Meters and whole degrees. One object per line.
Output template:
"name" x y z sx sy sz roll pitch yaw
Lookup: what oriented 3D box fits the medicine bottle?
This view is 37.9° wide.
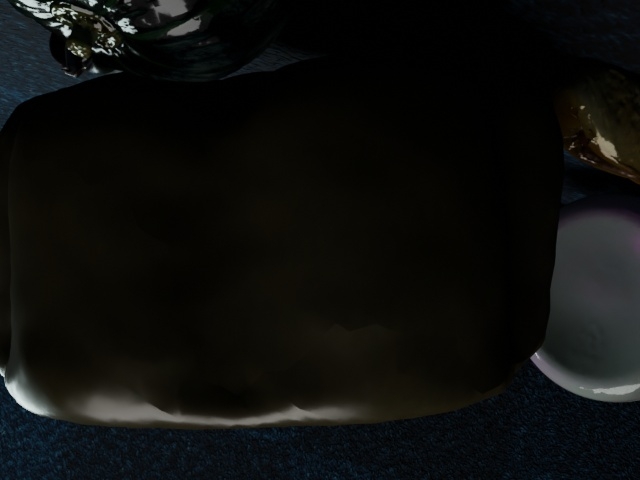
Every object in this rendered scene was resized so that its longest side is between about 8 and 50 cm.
"medicine bottle" 0.402 0.071 1.157 0.241 0.241 0.302 10 -177 39

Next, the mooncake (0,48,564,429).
"mooncake" -0.043 -0.014 0.763 0.467 0.262 0.467 -2 -172 0

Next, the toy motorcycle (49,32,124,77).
"toy motorcycle" -0.179 -0.192 0.828 0.122 0.082 0.213 5 169 -14

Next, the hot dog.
"hot dog" 0.290 -0.079 0.780 0.242 0.073 0.084 16 180 -16

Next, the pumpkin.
"pumpkin" -0.106 -0.164 0.512 0.202 0.140 0.202 23 173 3
